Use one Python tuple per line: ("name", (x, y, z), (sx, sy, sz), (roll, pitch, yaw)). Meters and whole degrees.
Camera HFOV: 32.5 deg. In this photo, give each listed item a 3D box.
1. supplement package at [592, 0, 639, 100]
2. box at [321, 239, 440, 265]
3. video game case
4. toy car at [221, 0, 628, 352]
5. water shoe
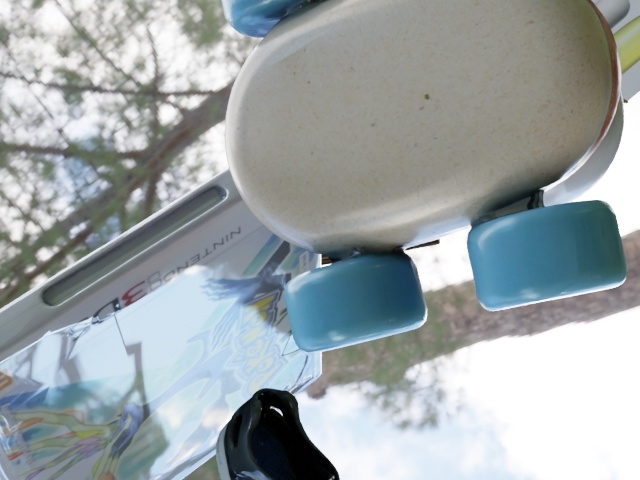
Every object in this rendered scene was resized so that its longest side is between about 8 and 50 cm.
("supplement package", (0.178, -0.205, 0.889), (0.194, 0.203, 0.149), (27, -146, -33))
("box", (0.000, 0.000, 1.097), (0.164, 0.201, 0.021), (-9, -83, -23))
("video game case", (-0.120, 0.099, 0.858), (0.300, 0.329, 0.036), (-34, -119, -22))
("toy car", (0.086, -0.066, 0.631), (0.238, 0.210, 0.219), (0, -104, -60))
("water shoe", (-0.013, 0.196, 0.737), (0.073, 0.080, 0.203), (-13, -121, -33))
